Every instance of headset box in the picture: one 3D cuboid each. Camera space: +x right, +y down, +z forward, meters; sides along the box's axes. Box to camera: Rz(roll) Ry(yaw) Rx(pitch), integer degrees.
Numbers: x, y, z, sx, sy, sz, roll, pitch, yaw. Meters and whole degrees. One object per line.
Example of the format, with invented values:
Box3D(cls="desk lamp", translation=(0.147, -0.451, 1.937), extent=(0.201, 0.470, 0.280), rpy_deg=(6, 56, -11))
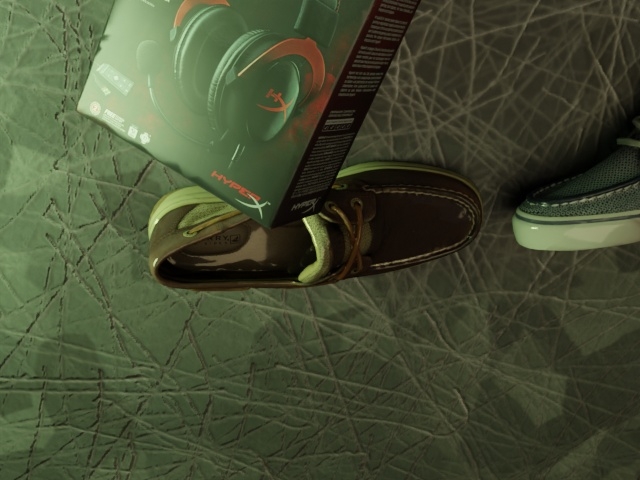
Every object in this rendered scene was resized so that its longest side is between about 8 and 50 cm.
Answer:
Box3D(cls="headset box", translation=(-0.049, -0.192, 0.757), extent=(0.218, 0.110, 0.293), rpy_deg=(32, 110, 15))

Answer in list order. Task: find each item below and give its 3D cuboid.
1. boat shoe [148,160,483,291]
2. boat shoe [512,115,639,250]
Box3D(cls="boat shoe", translation=(0.000, 0.000, 0.885), extent=(0.342, 0.123, 0.123), rpy_deg=(-2, 114, -5))
Box3D(cls="boat shoe", translation=(0.343, -0.104, 0.889), extent=(0.340, 0.127, 0.158), rpy_deg=(-16, 108, -8))
